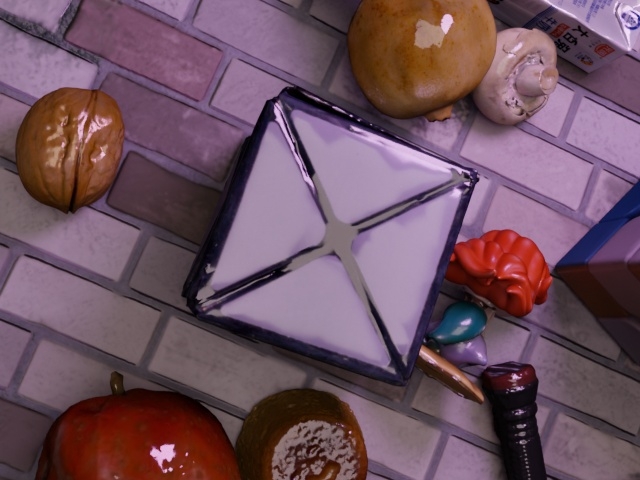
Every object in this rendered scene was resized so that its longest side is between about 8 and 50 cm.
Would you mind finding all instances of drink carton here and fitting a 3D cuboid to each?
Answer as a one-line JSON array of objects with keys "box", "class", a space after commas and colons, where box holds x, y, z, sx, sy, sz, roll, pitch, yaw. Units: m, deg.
[{"box": [0.350, -0.394, 1.365, 0.315, 0.130, 0.106, 29, 81, -9], "class": "drink carton"}]

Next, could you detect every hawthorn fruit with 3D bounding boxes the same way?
[{"box": [-0.244, 0.318, 1.136, 0.276, 0.275, 0.299, -9, 76, -12], "class": "hawthorn fruit"}]

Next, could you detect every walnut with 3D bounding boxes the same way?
[{"box": [-0.350, -0.126, 1.205, 0.144, 0.144, 0.180, 8, 89, -11], "class": "walnut"}]

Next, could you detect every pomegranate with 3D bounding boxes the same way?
[{"box": [0.144, -0.291, 1.278, 0.233, 0.233, 0.233, 1, 86, -11], "class": "pomegranate"}]

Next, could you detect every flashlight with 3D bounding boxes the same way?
[{"box": [0.307, 0.308, 1.336, 0.093, 0.093, 0.231, -10, 94, -12], "class": "flashlight"}]

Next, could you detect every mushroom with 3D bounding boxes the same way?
[{"box": [0.309, -0.255, 1.350, 0.154, 0.122, 0.154, -17, 119, -33], "class": "mushroom"}]

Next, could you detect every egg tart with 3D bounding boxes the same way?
[{"box": [-0.017, 0.318, 1.235, 0.203, 0.147, 0.202, 0, 88, -12], "class": "egg tart"}]

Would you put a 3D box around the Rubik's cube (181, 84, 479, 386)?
[{"box": [0.000, 0.000, 1.188, 0.307, 0.305, 0.310, 22, 85, -6], "class": "Rubik's cube"}]

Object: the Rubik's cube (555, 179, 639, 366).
[{"box": [0.635, 0.042, 1.282, 0.346, 0.347, 0.344, -43, 96, -12], "class": "Rubik's cube"}]

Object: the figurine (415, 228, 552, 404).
[{"box": [0.238, 0.091, 1.277, 0.208, 0.181, 0.257, 40, 79, -29], "class": "figurine"}]
